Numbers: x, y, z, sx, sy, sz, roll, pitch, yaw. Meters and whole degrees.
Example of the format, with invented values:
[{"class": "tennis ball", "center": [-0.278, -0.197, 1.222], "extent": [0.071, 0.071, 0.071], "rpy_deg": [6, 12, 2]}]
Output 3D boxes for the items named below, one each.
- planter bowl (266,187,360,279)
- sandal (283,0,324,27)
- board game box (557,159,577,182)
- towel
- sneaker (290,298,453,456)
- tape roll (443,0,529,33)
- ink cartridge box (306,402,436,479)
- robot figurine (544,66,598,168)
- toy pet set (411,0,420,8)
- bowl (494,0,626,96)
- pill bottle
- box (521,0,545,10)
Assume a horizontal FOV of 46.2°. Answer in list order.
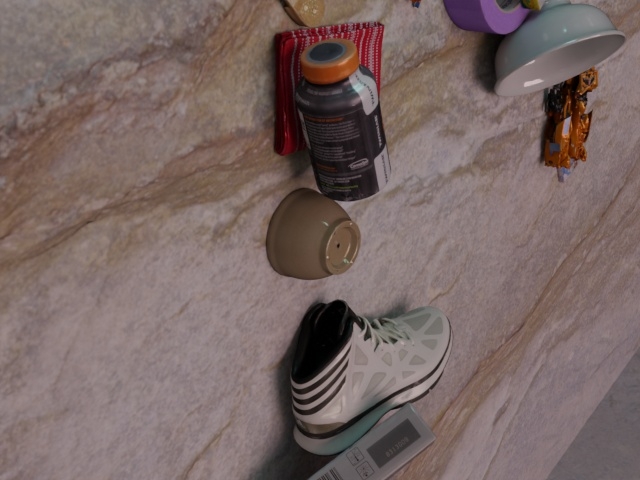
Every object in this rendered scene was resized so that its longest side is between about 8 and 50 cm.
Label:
[{"class": "planter bowl", "center": [0.000, 0.000, 1.299], "extent": [0.162, 0.109, 0.162], "rpy_deg": [-25, 124, -43]}, {"class": "sandal", "center": [-0.044, -0.394, 1.097], "extent": [0.240, 0.079, 0.088], "rpy_deg": [34, 78, -52]}, {"class": "board game box", "center": [0.722, -0.231, 2.193], "extent": [0.090, 0.020, 0.090], "rpy_deg": [-51, 138, -24]}, {"class": "towel", "center": [0.020, -0.263, 1.277], "extent": [0.274, 0.031, 0.199], "rpy_deg": [-24, 124, -45]}, {"class": "sneaker", "center": [0.114, 0.203, 1.482], "extent": [0.447, 0.169, 0.258], "rpy_deg": [-34, 132, -36]}, {"class": "tape roll", "center": [0.354, -0.564, 1.524], "extent": [0.274, 0.090, 0.275], "rpy_deg": [-24, 122, -45]}, {"class": "ink cartridge box", "center": [0.087, 0.468, 1.521], "extent": [0.308, 0.091, 0.385], "rpy_deg": [-37, 163, -5]}, {"class": "robot figurine", "center": [0.684, -0.350, 2.037], "extent": [0.211, 0.085, 0.291], "rpy_deg": [-22, 122, -43]}, {"class": "toy pet set", "center": [0.177, -0.507, 1.366], "extent": [0.114, 0.065, 0.122], "rpy_deg": [7, 105, -88]}, {"class": "bowl", "center": [0.509, -0.444, 1.668], "extent": [0.297, 0.297, 0.134], "rpy_deg": [-8, 76, -50]}, {"class": "pill bottle", "center": [0.034, -0.192, 1.189], "extent": [0.130, 0.130, 0.246], "rpy_deg": [-46, 140, -30]}, {"class": "box", "center": [0.427, -0.565, 1.508], "extent": [0.105, 0.043, 0.179], "rpy_deg": [-59, 144, -16]}]
